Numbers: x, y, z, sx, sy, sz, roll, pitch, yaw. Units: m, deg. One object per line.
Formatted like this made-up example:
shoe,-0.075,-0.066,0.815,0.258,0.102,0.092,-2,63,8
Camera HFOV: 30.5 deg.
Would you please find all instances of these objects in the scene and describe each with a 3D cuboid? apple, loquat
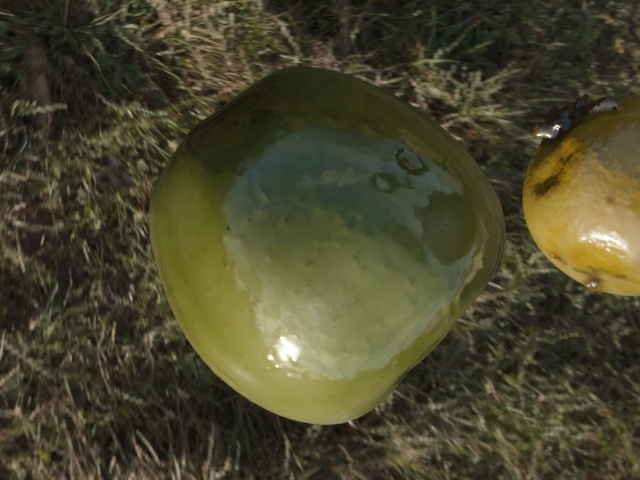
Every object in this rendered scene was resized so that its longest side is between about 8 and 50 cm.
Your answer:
apple,0.000,0.000,1.528,0.473,0.473,0.474,-2,100,-12
loquat,0.334,-0.058,1.290,0.244,0.244,0.244,-2,100,-12
